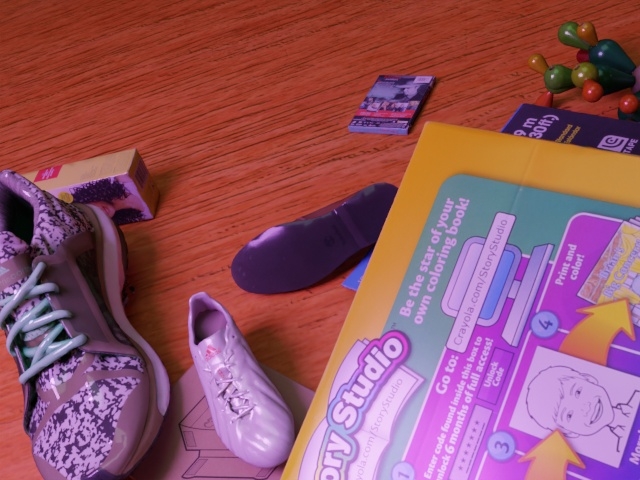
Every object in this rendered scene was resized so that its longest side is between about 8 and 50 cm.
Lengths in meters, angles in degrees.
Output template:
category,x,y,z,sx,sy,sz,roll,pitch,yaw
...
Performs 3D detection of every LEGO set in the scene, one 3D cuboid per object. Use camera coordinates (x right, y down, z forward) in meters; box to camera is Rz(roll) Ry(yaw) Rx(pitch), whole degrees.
category,x,y,z,sx,sy,sz,roll,pitch,yaw
LEGO set,-0.244,0.067,0.911,0.054,0.024,0.083,-8,30,12

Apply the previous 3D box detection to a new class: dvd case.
category,x,y,z,sx,sy,sz,roll,pitch,yaw
dvd case,0.099,-0.188,1.040,0.087,0.013,0.120,7,50,28

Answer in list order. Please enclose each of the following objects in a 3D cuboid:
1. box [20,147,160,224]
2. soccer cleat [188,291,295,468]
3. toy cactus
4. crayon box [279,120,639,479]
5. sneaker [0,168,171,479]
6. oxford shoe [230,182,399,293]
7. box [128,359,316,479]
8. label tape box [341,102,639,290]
category,x,y,z,sx,sy,sz,roll,pitch,yaw
box,-0.343,-0.055,1.026,0.232,0.087,0.058,-11,42,13
soccer cleat,-0.083,0.127,0.705,0.068,0.076,0.196,-28,42,-9
toy cactus,0.346,-0.174,0.882,0.180,0.112,0.219,-1,40,-6
crayon box,0.160,0.116,0.538,0.313,0.106,0.363,16,77,35
sneaker,-0.285,0.076,0.770,0.158,0.182,0.410,-36,47,4
oxford shoe,0.000,0.000,0.857,0.212,0.076,0.076,-24,5,7
box,-0.081,0.190,0.713,0.201,0.021,0.164,21,56,38
label tape box,0.203,-0.019,0.753,0.333,0.106,0.241,19,55,35
